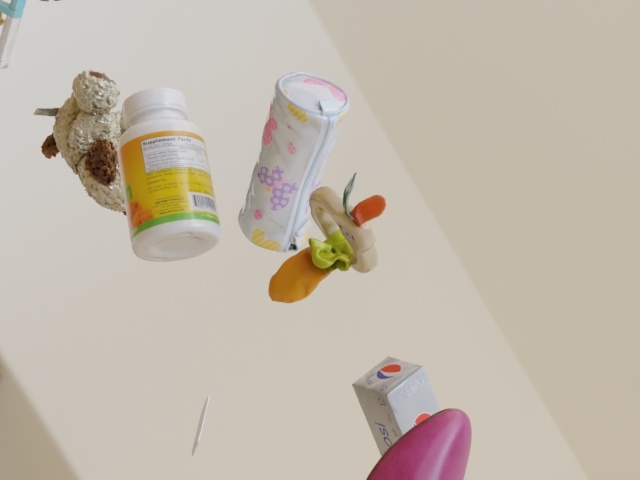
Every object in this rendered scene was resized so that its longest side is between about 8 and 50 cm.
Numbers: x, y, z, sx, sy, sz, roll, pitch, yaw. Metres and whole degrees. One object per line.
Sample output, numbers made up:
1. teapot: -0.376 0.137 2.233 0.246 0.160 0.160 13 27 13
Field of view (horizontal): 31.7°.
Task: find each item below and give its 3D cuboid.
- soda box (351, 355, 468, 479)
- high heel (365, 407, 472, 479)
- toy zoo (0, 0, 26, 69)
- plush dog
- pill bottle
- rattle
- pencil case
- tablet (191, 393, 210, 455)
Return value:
1. soda box: 0.158 0.340 1.888 0.091 0.286 0.098 -34 -157 -28
2. high heel: 0.105 0.361 1.174 0.181 0.127 0.377 15 -106 49
3. toy zoo: -0.572 -0.409 1.833 0.030 0.192 0.293 -48 162 -70
4. plush dog: -0.410 -0.155 2.115 0.210 0.225 0.262 -32 150 4
5. pill bottle: -0.237 -0.103 1.726 0.136 0.246 0.136 -11 161 -4
6. rattle: 0.000 0.000 1.392 0.142 0.130 0.199 -18 179 -10
7. pencil case: -0.042 -0.114 1.681 0.113 0.273 0.124 4 -144 -20
8. tablet: -0.183 0.282 1.724 0.054 0.006 0.083 114 -11 -52
